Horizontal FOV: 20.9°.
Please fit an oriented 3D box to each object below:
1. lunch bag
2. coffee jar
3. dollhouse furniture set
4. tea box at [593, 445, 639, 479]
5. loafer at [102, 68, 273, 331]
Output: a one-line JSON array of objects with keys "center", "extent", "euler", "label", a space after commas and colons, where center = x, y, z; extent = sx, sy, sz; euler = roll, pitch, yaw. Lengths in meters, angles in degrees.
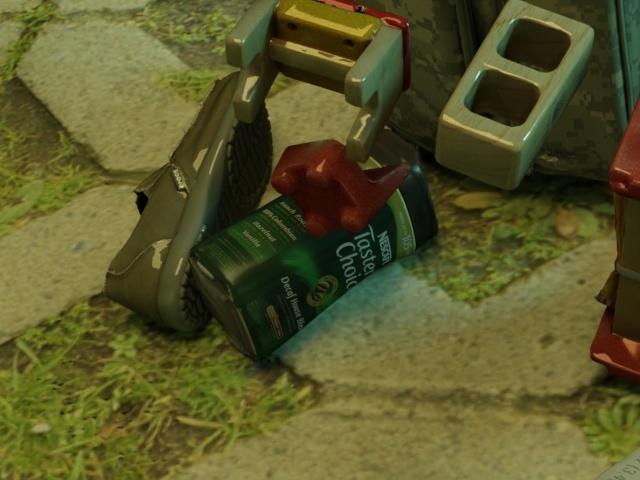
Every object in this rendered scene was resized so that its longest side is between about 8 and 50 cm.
[{"center": [0.136, -0.201, 1.282], "extent": [0.256, 0.305, 0.212], "euler": [11, 48, 25], "label": "lunch bag"}, {"center": [0.000, 0.000, 1.270], "extent": [0.184, 0.096, 0.079], "euler": [-35, 47, -15], "label": "coffee jar"}, {"center": [0.140, -0.056, 1.140], "extent": [0.374, 0.201, 0.152], "euler": [20, 55, 18], "label": "dollhouse furniture set"}, {"center": [0.272, 0.209, 0.782], "extent": [0.329, 0.220, 0.323], "euler": [-35, 19, -16], "label": "tea box"}, {"center": [-0.105, -0.041, 1.353], "extent": [0.087, 0.094, 0.251], "euler": [4, 47, 18], "label": "loafer"}]
